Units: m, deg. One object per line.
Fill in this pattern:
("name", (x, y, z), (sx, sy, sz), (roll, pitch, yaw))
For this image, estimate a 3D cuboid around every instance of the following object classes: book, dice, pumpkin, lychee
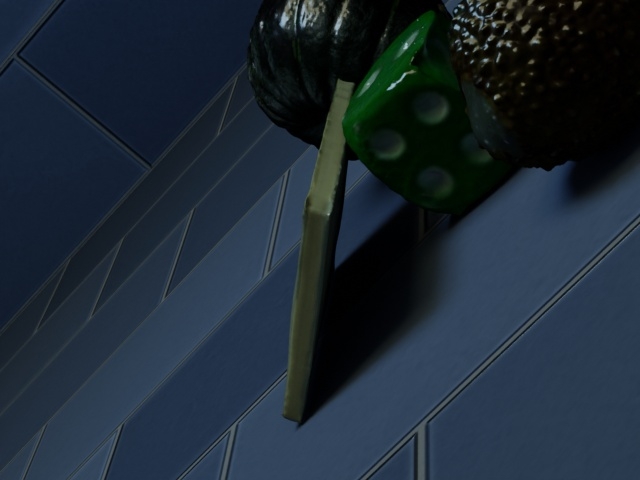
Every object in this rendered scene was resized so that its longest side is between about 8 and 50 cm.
("book", (0.000, 0.000, 1.489), (0.289, 0.026, 0.201), (-79, -3, -63))
("dice", (0.102, -0.106, 1.452), (0.120, 0.128, 0.131), (-44, 15, 31))
("pumpkin", (0.033, -0.173, 1.674), (0.220, 0.220, 0.162), (-30, 37, 56))
("lychee", (0.176, -0.136, 1.252), (0.171, 0.171, 0.171), (-47, 13, 14))
